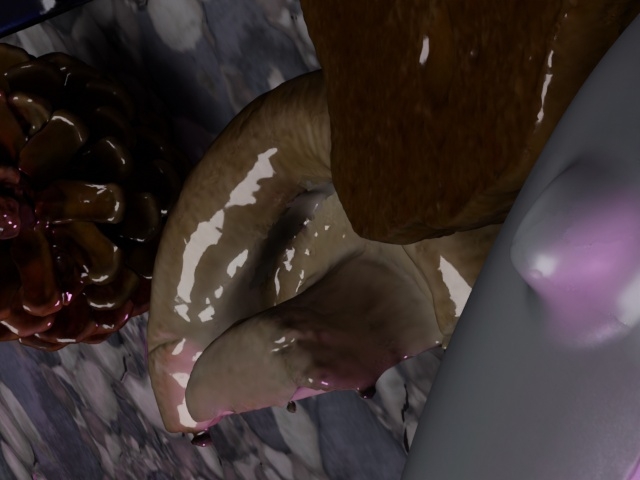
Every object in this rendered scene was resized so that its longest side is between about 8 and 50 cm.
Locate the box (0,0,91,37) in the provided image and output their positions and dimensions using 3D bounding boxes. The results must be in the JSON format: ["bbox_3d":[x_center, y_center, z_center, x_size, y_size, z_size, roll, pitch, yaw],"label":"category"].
[{"bbox_3d":[-0.215,-0.241,1.004,0.168,0.071,0.259,-8,109,59],"label":"box"}]

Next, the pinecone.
[{"bbox_3d":[-0.167,-0.027,1.025,0.185,0.169,0.212,13,168,6],"label":"pinecone"}]

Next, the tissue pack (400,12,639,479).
[{"bbox_3d":[0.153,0.068,0.532,0.229,0.236,0.333,45,142,26],"label":"tissue pack"}]

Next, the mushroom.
[{"bbox_3d":[0.000,0.000,0.840,0.285,0.156,0.151,-24,85,49],"label":"mushroom"}]

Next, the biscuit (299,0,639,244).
[{"bbox_3d":[0.051,-0.134,0.634,0.273,0.049,0.257,131,132,-65],"label":"biscuit"}]
